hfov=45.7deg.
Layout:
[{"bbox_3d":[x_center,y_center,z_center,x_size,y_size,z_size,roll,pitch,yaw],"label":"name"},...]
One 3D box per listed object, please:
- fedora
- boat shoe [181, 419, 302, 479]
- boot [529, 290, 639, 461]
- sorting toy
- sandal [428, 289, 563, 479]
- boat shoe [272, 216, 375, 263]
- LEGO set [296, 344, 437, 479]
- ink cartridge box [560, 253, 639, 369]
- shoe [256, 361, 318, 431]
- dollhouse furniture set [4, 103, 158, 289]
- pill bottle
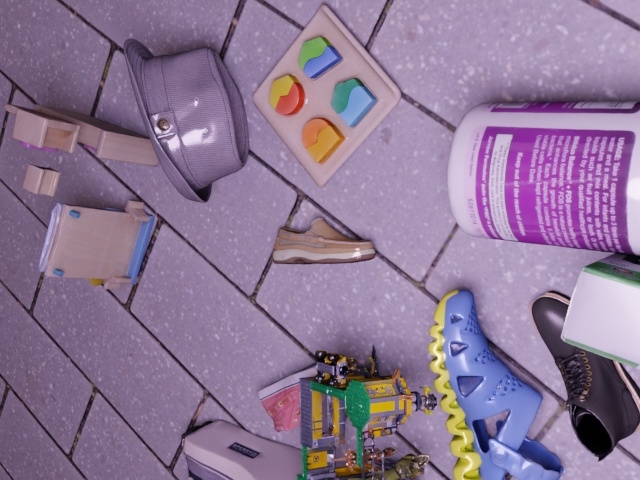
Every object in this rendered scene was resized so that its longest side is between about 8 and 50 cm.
[{"bbox_3d":[-0.190,-0.203,1.190,0.124,0.244,0.275,-18,85,8],"label":"fedora"},{"bbox_3d":[-0.099,0.435,1.289,0.340,0.127,0.158,15,114,41],"label":"boat shoe"},{"bbox_3d":[0.310,0.157,0.915,0.198,0.137,0.077,53,124,17],"label":"boot"},{"bbox_3d":[-0.002,-0.213,1.134,0.193,0.038,0.208,53,124,16],"label":"sorting toy"},{"bbox_3d":[0.230,0.216,1.007,0.138,0.126,0.317,-13,94,22],"label":"sandal"},{"bbox_3d":[0.000,0.000,1.160,0.190,0.068,0.072,-1,86,37],"label":"boat shoe"},{"bbox_3d":[0.096,0.312,1.056,0.255,0.192,0.331,-18,75,60],"label":"LEGO set"},{"bbox_3d":[0.371,0.074,0.812,0.153,0.208,0.087,19,106,31],"label":"ink cartridge box"},{"bbox_3d":[-0.029,0.254,1.230,0.178,0.063,0.081,-33,80,41],"label":"shoe"},{"bbox_3d":[-0.465,-0.070,1.345,0.198,0.286,0.303,21,99,32],"label":"dollhouse furniture set"},{"bbox_3d":[0.311,-0.071,0.851,0.301,0.169,0.169,8,103,36],"label":"pill bottle"}]
